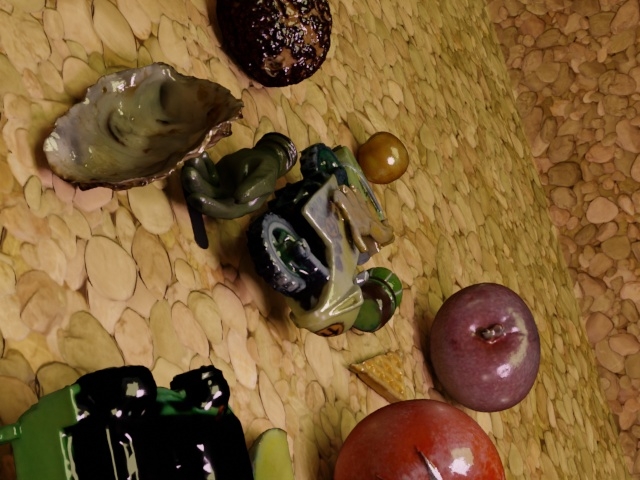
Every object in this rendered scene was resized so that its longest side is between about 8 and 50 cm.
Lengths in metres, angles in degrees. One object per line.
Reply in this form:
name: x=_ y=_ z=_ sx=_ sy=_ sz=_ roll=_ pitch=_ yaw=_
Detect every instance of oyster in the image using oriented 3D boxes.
oyster: x=-0.207 y=-0.153 z=1.492 sx=0.396 sy=0.204 sz=0.111 roll=-57 pitch=159 yaw=-58

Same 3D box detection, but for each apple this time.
apple: x=0.129 y=-0.173 z=2.256 sx=0.102 sy=0.099 sz=0.114 roll=56 pitch=31 yaw=-21

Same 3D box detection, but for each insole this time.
insole: x=-0.186 y=-0.050 z=1.635 sx=0.045 sy=0.002 sz=0.135 roll=13 pitch=59 yaw=-61

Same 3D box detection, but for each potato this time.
potato: x=-0.076 y=0.340 z=1.495 sx=0.119 sy=0.054 sz=0.198 roll=45 pitch=29 yaw=-40

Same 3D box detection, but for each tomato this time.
tomato: x=0.145 y=0.368 z=1.683 sx=0.265 sy=0.265 sz=0.265 roll=44 pitch=34 yaw=-42

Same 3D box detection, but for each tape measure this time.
tape measure: x=0.056 y=-0.072 z=2.035 sx=0.177 sy=0.087 sz=0.154 roll=58 pitch=12 yaw=-16

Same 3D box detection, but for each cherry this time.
cherry: x=0.335 y=0.221 z=2.226 sx=0.307 sy=0.221 sz=0.261 roll=49 pitch=37 yaw=-61

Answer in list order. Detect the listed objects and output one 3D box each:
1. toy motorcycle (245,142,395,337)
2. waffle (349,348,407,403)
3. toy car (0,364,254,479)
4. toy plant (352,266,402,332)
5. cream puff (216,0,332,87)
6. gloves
toy motorcycle: x=0.000 y=0.000 z=1.777 sx=0.237 sy=0.169 sz=0.410 roll=61 pitch=26 yaw=-19
waffle: x=0.096 y=0.208 z=1.962 sx=0.191 sy=0.032 sz=0.125 roll=44 pitch=36 yaw=-44
toy car: x=-0.206 y=0.253 z=1.170 sx=0.359 sy=0.176 sz=0.213 roll=15 pitch=58 yaw=-65
toy plant: x=0.097 y=0.102 z=1.986 sx=0.092 sy=0.093 sz=0.162 roll=64 pitch=22 yaw=-10
cream puff: x=-0.073 y=-0.392 z=1.943 sx=0.239 sy=0.165 sz=0.239 roll=48 pitch=31 yaw=-43
gloves: x=-0.123 y=-0.094 z=1.664 sx=0.268 sy=0.135 sz=0.107 roll=-26 pitch=120 yaw=-58
